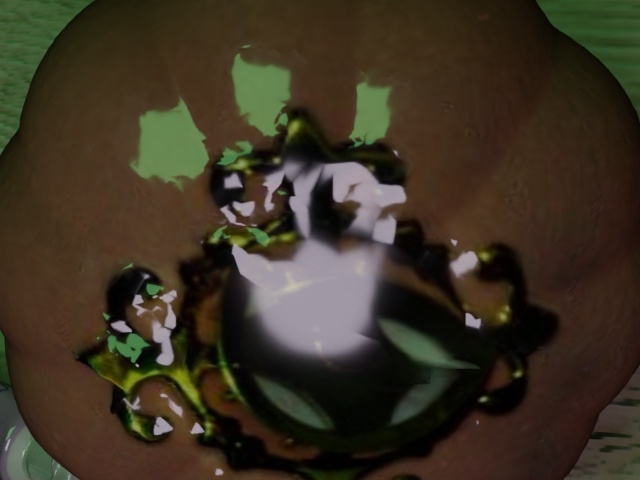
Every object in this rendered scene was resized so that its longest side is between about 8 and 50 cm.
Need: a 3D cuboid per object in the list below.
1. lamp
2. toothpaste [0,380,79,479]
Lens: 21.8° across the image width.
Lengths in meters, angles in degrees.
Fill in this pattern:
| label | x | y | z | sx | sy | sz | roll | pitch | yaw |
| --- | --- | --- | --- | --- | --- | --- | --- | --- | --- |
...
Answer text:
| label | x | y | z | sx | sy | sz | roll | pitch | yaw |
| --- | --- | --- | --- | --- | --- | --- | --- | --- | --- |
| lamp | 0.000 | 0.000 | 0.759 | 0.305 | 0.240 | 0.305 | 0 | 114 | 1 |
| toothpaste | -0.234 | 0.074 | 0.933 | 0.301 | 0.048 | 0.075 | 21 | 104 | 34 |
